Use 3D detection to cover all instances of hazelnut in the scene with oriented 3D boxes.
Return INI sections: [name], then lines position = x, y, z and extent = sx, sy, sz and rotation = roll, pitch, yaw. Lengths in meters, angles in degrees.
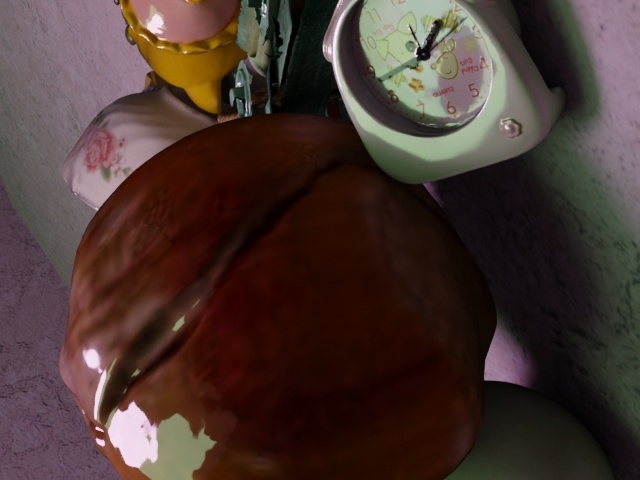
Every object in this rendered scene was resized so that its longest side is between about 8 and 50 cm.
[hazelnut]
position = -0.033, 0.076, 1.073
extent = 0.372, 0.372, 0.315
rotation = 53, 165, 25

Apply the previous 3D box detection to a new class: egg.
[egg]
position = 0.160, 0.222, 1.162
extent = 0.253, 0.186, 0.186
rotation = 18, 134, 63

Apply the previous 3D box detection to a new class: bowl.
[bowl]
position = -0.149, -0.091, 1.505
extent = 0.277, 0.277, 0.145
rotation = 42, 110, 45

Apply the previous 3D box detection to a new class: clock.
[clock]
position = 0.080, -0.141, 0.938
extent = 0.151, 0.062, 0.191
rotation = -15, 112, 38

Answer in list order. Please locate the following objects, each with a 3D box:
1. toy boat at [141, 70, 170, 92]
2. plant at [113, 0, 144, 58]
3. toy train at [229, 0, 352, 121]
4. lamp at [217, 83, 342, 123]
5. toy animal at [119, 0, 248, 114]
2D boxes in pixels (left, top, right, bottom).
[toy boat]
position = -0.220, -0.091, 1.705
extent = 0.089, 0.115, 0.310
rotation = 113, 151, -56
[plant]
position = -0.236, -0.311, 1.641
extent = 0.087, 0.085, 0.174
rotation = -102, -8, -54
[toy train]
position = -0.023, -0.208, 1.098
extent = 0.307, 0.126, 0.189
rotation = 108, 147, -66
[lamp]
position = -0.016, -0.025, 1.323
extent = 0.177, 0.177, 0.274
rotation = 18, 131, 64
[toy animal]
position = -0.141, -0.241, 1.365
extent = 0.156, 0.156, 0.230
rotation = 56, 165, 15
